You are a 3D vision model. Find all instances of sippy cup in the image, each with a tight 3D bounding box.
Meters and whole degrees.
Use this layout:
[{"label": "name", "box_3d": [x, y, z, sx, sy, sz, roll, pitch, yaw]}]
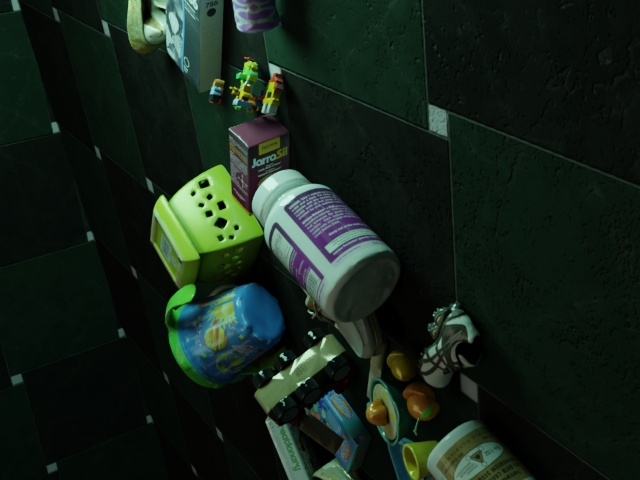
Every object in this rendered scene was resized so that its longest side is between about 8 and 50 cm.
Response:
[{"label": "sippy cup", "box_3d": [-0.218, 0.220, 2.136, 0.224, 0.305, 0.240, -30, 73, 31]}]

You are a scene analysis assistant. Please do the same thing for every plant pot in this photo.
[{"label": "plant pot", "box_3d": [-0.295, -0.015, 2.135, 0.227, 0.207, 0.228, 57, 154, 17]}]

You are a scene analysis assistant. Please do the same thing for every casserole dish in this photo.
[{"label": "casserole dish", "box_3d": [0.200, 0.491, 1.805, 0.114, 0.037, 0.188, 6, 116, 62]}]

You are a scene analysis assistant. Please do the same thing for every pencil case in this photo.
[{"label": "pencil case", "box_3d": [-0.122, -0.475, 1.536, 0.086, 0.088, 0.206, 31, 137, 40]}]

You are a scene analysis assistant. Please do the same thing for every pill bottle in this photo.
[{"label": "pill bottle", "box_3d": [0.000, 0.000, 1.617, 0.301, 0.169, 0.169, 48, 149, 35]}, {"label": "pill bottle", "box_3d": [0.297, 0.427, 1.447, 0.229, 0.131, 0.131, 48, 149, 34]}]

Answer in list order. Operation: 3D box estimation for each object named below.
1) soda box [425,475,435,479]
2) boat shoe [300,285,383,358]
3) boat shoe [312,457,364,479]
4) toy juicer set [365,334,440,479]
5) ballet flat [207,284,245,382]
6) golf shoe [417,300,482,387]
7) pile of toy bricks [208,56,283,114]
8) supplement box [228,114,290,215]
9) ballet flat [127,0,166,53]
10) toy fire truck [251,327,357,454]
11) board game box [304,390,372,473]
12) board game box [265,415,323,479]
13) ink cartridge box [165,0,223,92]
[{"label": "soda box", "box_3d": [0.220, 0.475, 1.581, 0.058, 0.183, 0.063, 43, 169, -34]}, {"label": "boat shoe", "box_3d": [0.020, 0.117, 1.704, 0.302, 0.103, 0.113, 58, 153, 36]}, {"label": "boat shoe", "box_3d": [0.092, 0.645, 2.074, 0.302, 0.098, 0.109, 39, 144, 44]}, {"label": "toy juicer set", "box_3d": [0.128, 0.294, 1.654, 0.329, 0.089, 0.209, -137, 39, -62]}, {"label": "ballet flat", "box_3d": [-0.271, 0.239, 2.423, 0.139, 0.139, 0.400, 46, 149, 37]}, {"label": "golf shoe", "box_3d": [0.223, 0.201, 1.462, 0.094, 0.077, 0.198, 45, 149, 36]}, {"label": "pile of toy bricks", "box_3d": [-0.149, -0.317, 1.732, 0.212, 0.118, 0.105, -157, 80, -67]}, {"label": "supplement box", "box_3d": [-0.127, -0.158, 1.802, 0.081, 0.104, 0.188, 46, 148, 35]}, {"label": "ballet flat", "box_3d": [-0.377, -0.540, 1.963, 0.123, 0.123, 0.348, 52, 152, 27]}, {"label": "toy fire truck", "box_3d": [-0.004, 0.349, 1.912, 0.158, 0.217, 0.246, 47, 172, 34]}, {"label": "board game box", "box_3d": [0.035, 0.434, 2.063, 0.210, 0.047, 0.160, 52, 151, 28]}, {"label": "board game box", "box_3d": [-0.050, 0.566, 2.228, 0.193, 0.053, 0.305, -51, -60, -80]}, {"label": "ink cartridge box", "box_3d": [-0.272, -0.494, 1.844, 0.165, 0.065, 0.333, 52, 151, 29]}]
